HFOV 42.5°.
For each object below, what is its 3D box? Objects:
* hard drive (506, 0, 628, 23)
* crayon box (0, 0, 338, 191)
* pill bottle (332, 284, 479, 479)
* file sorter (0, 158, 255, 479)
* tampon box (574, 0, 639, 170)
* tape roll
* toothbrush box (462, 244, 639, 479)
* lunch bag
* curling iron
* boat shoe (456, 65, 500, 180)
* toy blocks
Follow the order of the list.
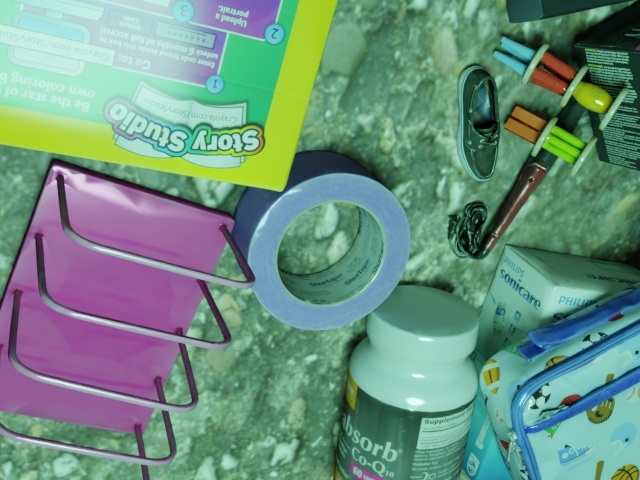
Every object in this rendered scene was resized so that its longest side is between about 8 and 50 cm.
[{"bbox_3d":[0.276,-0.366,0.867,0.172,0.054,0.255,-14,118,-14],"label":"hard drive"},{"bbox_3d":[-0.170,-0.229,0.737,0.362,0.106,0.313,9,112,-23],"label":"crayon box"},{"bbox_3d":[0.106,0.207,1.013,0.162,0.162,0.279,-3,114,-19],"label":"pill bottle"},{"bbox_3d":[-0.215,0.107,0.833,0.202,0.182,0.291,18,107,-26],"label":"file sorter"},{"bbox_3d":[0.385,-0.178,0.955,0.120,0.101,0.161,-35,122,-19],"label":"tampon box"},{"bbox_3d":[0.000,0.000,0.923,0.189,0.080,0.189,-9,117,-17],"label":"tape roll"},{"bbox_3d":[0.312,0.173,1.093,0.216,0.126,0.296,7,112,-22],"label":"toothbrush box"},{"bbox_3d":[0.341,0.185,0.974,0.303,0.115,0.243,-25,117,-9],"label":"lunch bag"},{"bbox_3d":[0.251,-0.087,1.000,0.068,0.035,0.274,35,99,-29],"label":"curling iron"},{"bbox_3d":[0.185,-0.130,0.953,0.049,0.040,0.142,-19,119,-12],"label":"boat shoe"},{"bbox_3d":[0.253,-0.157,0.937,0.054,0.148,0.123,-44,162,-46],"label":"toy blocks"}]
